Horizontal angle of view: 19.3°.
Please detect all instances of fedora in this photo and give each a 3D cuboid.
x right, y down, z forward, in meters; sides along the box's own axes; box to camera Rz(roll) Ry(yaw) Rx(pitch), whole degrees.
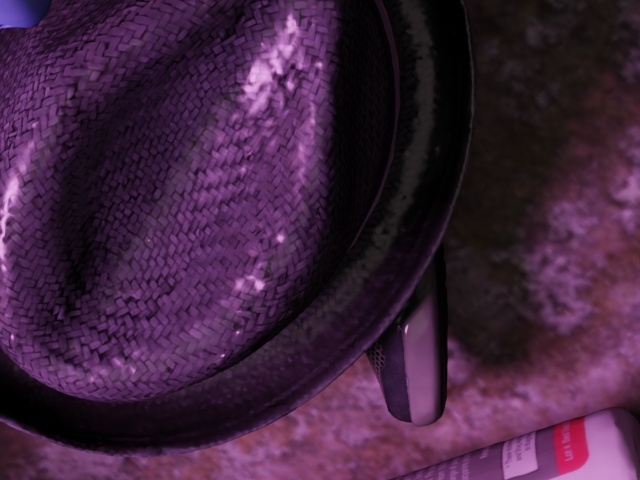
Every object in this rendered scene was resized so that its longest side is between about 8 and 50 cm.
[{"bbox_3d":[-0.067,-0.039,0.876,0.334,0.152,0.334,-2,104,-8],"label":"fedora"}]

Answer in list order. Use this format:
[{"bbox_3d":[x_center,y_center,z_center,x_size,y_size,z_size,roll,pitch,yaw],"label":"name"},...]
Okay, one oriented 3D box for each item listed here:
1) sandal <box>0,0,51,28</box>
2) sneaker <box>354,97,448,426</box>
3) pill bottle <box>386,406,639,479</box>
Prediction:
[{"bbox_3d":[-0.266,-0.072,0.787,0.317,0.126,0.138,-10,93,0],"label":"sandal"},{"bbox_3d":[0.000,0.000,1.025,0.130,0.087,0.227,-12,109,10],"label":"sneaker"},{"bbox_3d":[0.053,0.223,1.067,0.318,0.176,0.176,-20,111,11],"label":"pill bottle"}]
